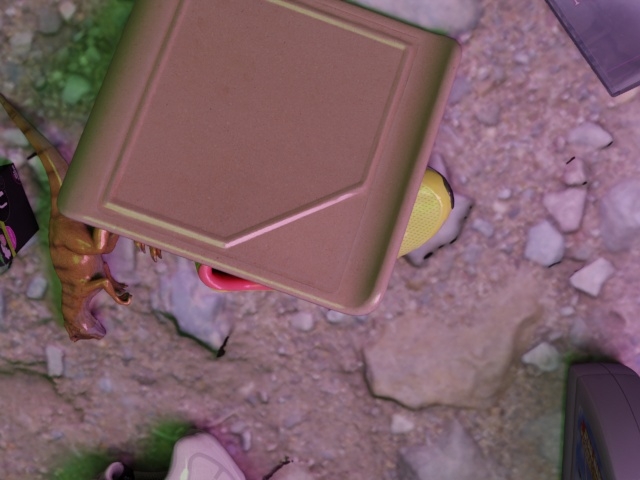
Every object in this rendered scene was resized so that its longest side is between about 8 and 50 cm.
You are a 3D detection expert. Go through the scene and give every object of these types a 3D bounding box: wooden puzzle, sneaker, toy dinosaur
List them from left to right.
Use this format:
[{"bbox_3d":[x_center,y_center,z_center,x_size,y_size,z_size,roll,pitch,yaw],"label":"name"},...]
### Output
[{"bbox_3d":[-0.187,-0.010,0.987,0.112,0.064,0.211,-4,109,9],"label":"toy dinosaur"},{"bbox_3d":[-0.185,0.258,1.070,0.292,0.110,0.118,-29,96,7],"label":"sneaker"},{"bbox_3d":[-0.041,-0.080,0.909,0.239,0.044,0.220,18,75,2],"label":"wooden puzzle"},{"bbox_3d":[0.000,0.000,0.952,0.209,0.094,0.081,-17,105,11],"label":"sneaker"}]

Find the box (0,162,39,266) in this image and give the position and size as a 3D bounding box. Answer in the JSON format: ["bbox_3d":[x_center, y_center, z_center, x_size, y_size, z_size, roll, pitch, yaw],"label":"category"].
[{"bbox_3d":[-0.262,-0.016,0.982,0.052,0.083,0.062,-13,107,10],"label":"box"}]

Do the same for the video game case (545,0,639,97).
[{"bbox_3d":[0.198,-0.244,0.833,0.196,0.026,0.274,-26,106,43],"label":"video game case"}]

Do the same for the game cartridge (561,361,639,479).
[{"bbox_3d":[0.212,0.212,0.895,0.062,0.297,0.198,-4,109,4],"label":"game cartridge"}]
